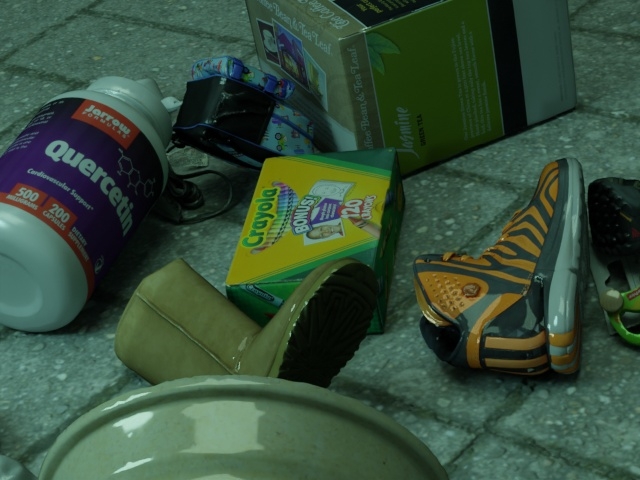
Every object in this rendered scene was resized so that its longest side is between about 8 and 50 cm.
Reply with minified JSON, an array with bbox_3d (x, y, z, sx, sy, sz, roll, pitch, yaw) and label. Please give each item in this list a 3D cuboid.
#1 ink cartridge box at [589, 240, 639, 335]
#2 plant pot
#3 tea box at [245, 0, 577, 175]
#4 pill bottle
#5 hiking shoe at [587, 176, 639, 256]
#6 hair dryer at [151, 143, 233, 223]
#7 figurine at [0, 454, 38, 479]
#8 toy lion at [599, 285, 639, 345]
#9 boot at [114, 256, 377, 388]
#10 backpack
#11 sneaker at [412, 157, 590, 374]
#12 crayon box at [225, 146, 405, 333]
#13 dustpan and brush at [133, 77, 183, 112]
[{"bbox_3d":[0.408,0.025,1.687,0.225,0.056,0.181,-25,29,14],"label":"ink cartridge box"},{"bbox_3d":[-0.065,0.321,1.142,0.334,0.334,0.305,-6,44,9],"label":"plant pot"},{"bbox_3d":[0.110,-0.272,2.074,0.323,0.220,0.329,-21,32,-16],"label":"tea box"},{"bbox_3d":[-0.299,-0.055,1.874,0.181,0.181,0.323,4,42,24],"label":"pill bottle"},{"bbox_3d":[0.368,-0.025,1.682,0.114,0.086,0.227,-6,11,-17],"label":"hiking shoe"},{"bbox_3d":[-0.260,-0.099,2.054,0.293,0.080,0.223,-9,32,5],"label":"hair dryer"},{"bbox_3d":[-0.395,0.243,1.566,0.215,0.092,0.209,-27,43,-24],"label":"figurine"},{"bbox_3d":[0.348,0.074,1.599,0.100,0.034,0.096,-31,64,10],"label":"toy lion"},{"bbox_3d":[-0.088,0.078,1.619,0.269,0.089,0.236,33,93,48],"label":"boot"},{"bbox_3d":[-0.081,-0.148,1.978,0.173,0.117,0.158,20,-6,-21],"label":"backpack"},{"bbox_3d":[0.191,0.016,1.678,0.180,0.124,0.321,-1,34,15],"label":"sneaker"},{"bbox_3d":[0.000,0.000,1.809,0.165,0.081,0.278,-4,33,12],"label":"crayon box"},{"bbox_3d":[-0.255,-0.191,2.193,0.147,0.060,0.211,-19,4,-39],"label":"dustpan and brush"}]
